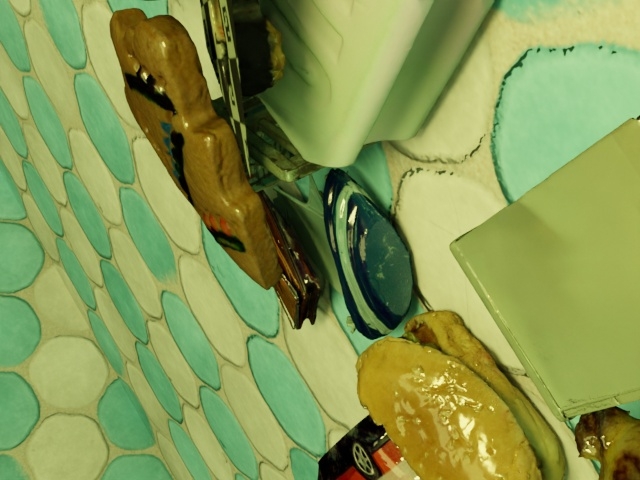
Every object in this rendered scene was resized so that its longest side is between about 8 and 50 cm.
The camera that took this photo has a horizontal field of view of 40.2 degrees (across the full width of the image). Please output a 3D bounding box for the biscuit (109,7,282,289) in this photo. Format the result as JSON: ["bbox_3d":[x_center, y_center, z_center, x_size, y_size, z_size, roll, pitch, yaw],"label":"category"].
[{"bbox_3d":[-0.123,-0.084,0.846,0.302,0.043,0.278,60,163,2],"label":"biscuit"}]

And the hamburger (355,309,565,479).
[{"bbox_3d":[0.145,0.185,0.874,0.262,0.124,0.131,51,152,19],"label":"hamburger"}]

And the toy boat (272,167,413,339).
[{"bbox_3d":[0.000,0.000,1.035,0.291,0.067,0.221,26,138,55],"label":"toy boat"}]

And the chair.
[{"bbox_3d":[-0.060,-0.110,0.948,0.270,0.136,0.147,42,148,34],"label":"chair"}]

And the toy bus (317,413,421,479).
[{"bbox_3d":[0.094,0.281,1.063,0.147,0.127,0.303,51,151,11],"label":"toy bus"}]

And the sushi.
[{"bbox_3d":[-0.067,-0.235,0.681,0.264,0.050,0.290,-112,14,-50],"label":"sushi"}]

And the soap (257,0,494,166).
[{"bbox_3d":[0.032,-0.225,0.693,0.208,0.115,0.347,54,153,15],"label":"soap"}]

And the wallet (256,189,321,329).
[{"bbox_3d":[-0.063,0.015,1.132,0.196,0.042,0.161,59,167,16],"label":"wallet"}]

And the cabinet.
[{"bbox_3d":[0.216,0.003,0.544,0.150,0.145,0.206,59,154,7],"label":"cabinet"}]

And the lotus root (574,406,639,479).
[{"bbox_3d":[0.287,0.227,0.653,0.260,0.128,0.145,52,162,22],"label":"lotus root"}]
